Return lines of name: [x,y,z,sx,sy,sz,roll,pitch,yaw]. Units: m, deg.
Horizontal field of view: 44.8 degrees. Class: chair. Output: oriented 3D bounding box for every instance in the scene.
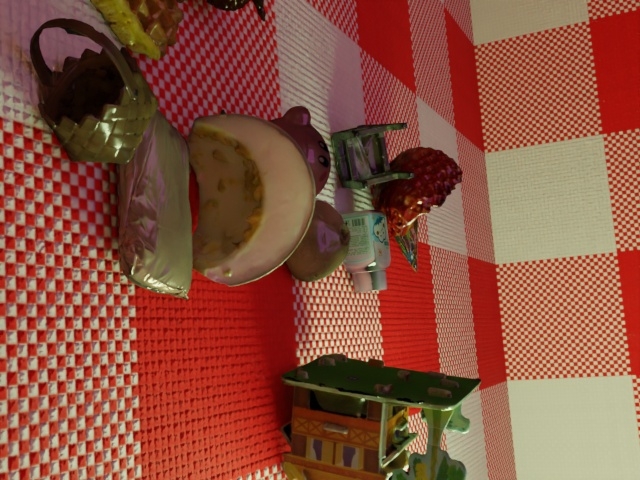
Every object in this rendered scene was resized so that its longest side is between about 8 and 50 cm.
chair: [0.098,-0.206,1.862,0.270,0.147,0.136,-161,-121,-68]

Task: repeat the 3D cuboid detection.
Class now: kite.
kite: [0.268,-0.013,2.292,0.321,0.016,0.233,-44,123,-61]

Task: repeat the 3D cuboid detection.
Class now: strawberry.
strawberry: [0.220,-0.131,1.951,0.149,0.265,0.336,49,17,-6]

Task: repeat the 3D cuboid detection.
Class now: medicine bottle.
medicine bottle: [0.108,0.026,1.826,0.119,0.094,0.188,1,82,-66]

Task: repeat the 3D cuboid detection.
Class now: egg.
egg: [-0.113,-0.077,1.260,0.162,0.206,0.271,-113,-164,-81]

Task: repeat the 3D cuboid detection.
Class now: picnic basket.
picnic basket: [-0.288,-0.193,0.962,0.178,0.128,0.137,78,22,-51]

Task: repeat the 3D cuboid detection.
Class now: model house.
model house: [0.119,0.394,1.450,0.242,0.358,0.312,-14,107,-67]

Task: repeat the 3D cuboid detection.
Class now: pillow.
pillow: [-0.234,-0.057,1.120,0.173,0.067,0.270,28,58,-66]

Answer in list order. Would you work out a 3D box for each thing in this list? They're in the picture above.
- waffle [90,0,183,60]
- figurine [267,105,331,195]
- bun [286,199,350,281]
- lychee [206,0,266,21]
waffle: [-0.269,-0.402,1.153,0.229,0.057,0.219,57,34,-45]
figurine: [-0.061,-0.143,1.407,0.173,0.173,0.173,-7,90,-66]
bun: [0.000,0.000,1.569,0.173,0.113,0.166,-29,110,-62]
lychee: [-0.142,-0.468,1.320,0.197,0.165,0.165,47,36,-17]
